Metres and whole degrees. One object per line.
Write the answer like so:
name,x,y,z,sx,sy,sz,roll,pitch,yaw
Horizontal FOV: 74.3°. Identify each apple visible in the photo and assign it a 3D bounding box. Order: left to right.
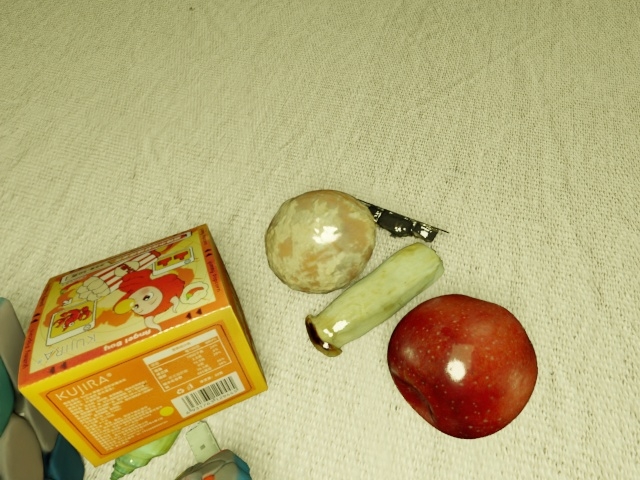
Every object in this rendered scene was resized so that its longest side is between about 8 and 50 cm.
apple,0.220,0.195,0.673,0.218,0.218,0.201,38,66,24

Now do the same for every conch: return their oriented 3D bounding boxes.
conch,-0.280,0.308,0.712,0.095,0.079,0.200,15,47,18

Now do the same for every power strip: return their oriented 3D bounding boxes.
power strip,-0.194,0.352,0.712,0.040,0.016,0.090,-31,61,-17

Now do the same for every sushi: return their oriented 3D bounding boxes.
sushi,0.156,-0.030,0.877,0.215,0.192,0.050,22,96,17

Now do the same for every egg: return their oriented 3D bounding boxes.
egg,0.000,0.000,0.807,0.203,0.245,0.203,18,59,-34

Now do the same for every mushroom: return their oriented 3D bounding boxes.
mushroom,0.107,0.108,0.820,0.312,0.081,0.100,-33,62,-19

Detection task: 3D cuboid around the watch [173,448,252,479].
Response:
watch,-0.121,0.444,0.542,0.274,0.305,0.241,46,70,-5

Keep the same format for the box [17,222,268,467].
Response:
box,-0.272,0.148,0.692,0.284,0.213,0.259,-21,36,-11

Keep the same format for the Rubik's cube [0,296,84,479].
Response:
Rubik's cube,-0.515,0.313,0.466,0.345,0.346,0.346,-17,20,-17
